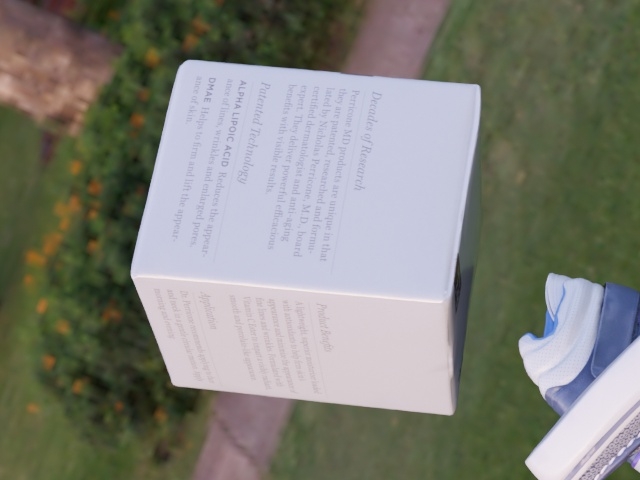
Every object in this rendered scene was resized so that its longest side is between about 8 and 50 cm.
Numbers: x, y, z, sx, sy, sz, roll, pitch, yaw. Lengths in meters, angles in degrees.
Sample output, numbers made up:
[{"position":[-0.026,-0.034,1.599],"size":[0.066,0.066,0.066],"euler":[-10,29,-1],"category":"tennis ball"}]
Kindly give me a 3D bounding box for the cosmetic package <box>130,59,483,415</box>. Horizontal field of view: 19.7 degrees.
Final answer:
[{"position":[0.000,0.000,1.107],"size":[0.151,0.183,0.151],"euler":[81,-163,-60],"category":"cosmetic package"}]

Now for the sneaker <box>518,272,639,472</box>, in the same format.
[{"position":[0.357,0.080,1.936],"size":[0.323,0.236,0.130],"euler":[-40,-19,-27],"category":"sneaker"}]

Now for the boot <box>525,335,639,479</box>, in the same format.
[{"position":[0.169,0.045,0.670],"size":[0.190,0.086,0.069],"euler":[-41,-9,-6],"category":"boot"}]
